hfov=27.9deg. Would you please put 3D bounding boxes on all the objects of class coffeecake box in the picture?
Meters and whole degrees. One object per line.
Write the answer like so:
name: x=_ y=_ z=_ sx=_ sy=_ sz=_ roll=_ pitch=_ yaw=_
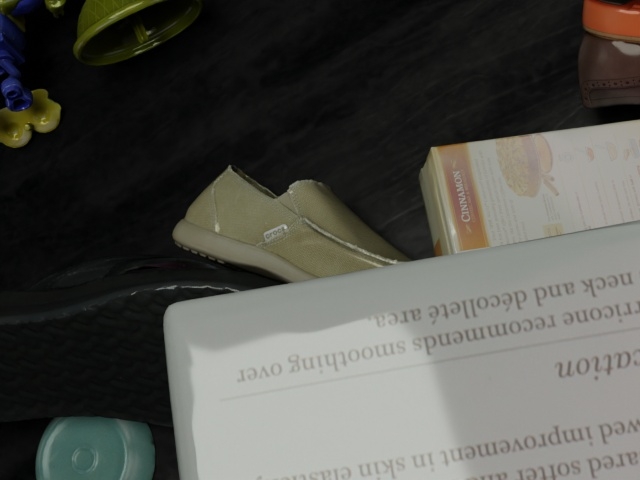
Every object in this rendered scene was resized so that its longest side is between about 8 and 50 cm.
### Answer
coffeecake box: x=0.180 y=-0.006 z=0.969 sx=0.185 sy=0.068 sz=0.142 roll=-8 pitch=72 yaw=-7

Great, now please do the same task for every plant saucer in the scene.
plant saucer: x=-0.202 y=0.192 z=1.123 sx=0.119 sy=0.021 sz=0.119 roll=-6 pitch=74 yaw=20

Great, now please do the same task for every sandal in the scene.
sandal: x=-0.169 y=0.070 z=1.073 sx=0.445 sy=0.167 sz=0.107 roll=-1 pitch=42 yaw=16

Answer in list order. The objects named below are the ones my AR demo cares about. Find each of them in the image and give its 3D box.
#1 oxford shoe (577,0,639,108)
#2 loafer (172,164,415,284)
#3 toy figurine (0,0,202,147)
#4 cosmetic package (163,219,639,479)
oxford shoe: x=0.333 y=-0.127 z=0.986 sx=0.271 sy=0.097 sz=0.098 roll=11 pitch=114 yaw=16
loafer: x=0.000 y=0.000 z=1.055 sx=0.268 sy=0.102 sz=0.092 roll=17 pitch=88 yaw=25
toy figurine: x=-0.317 y=-0.231 z=1.199 sx=0.362 sy=0.191 sz=0.217 roll=-28 pitch=63 yaw=10
cosmetic package: x=0.111 y=0.233 z=0.790 sx=0.329 sy=0.327 sz=0.394 roll=-9 pitch=72 yaw=3
